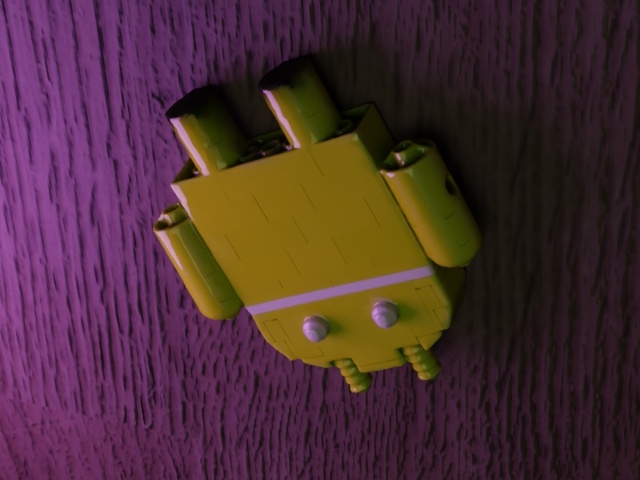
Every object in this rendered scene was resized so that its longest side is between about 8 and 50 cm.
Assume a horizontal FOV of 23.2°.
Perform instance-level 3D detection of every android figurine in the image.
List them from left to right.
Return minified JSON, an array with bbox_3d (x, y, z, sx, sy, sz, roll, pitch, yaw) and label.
[{"bbox_3d":[0.000,0.000,1.147,0.248,0.056,0.273,-12,119,31],"label":"android figurine"}]
